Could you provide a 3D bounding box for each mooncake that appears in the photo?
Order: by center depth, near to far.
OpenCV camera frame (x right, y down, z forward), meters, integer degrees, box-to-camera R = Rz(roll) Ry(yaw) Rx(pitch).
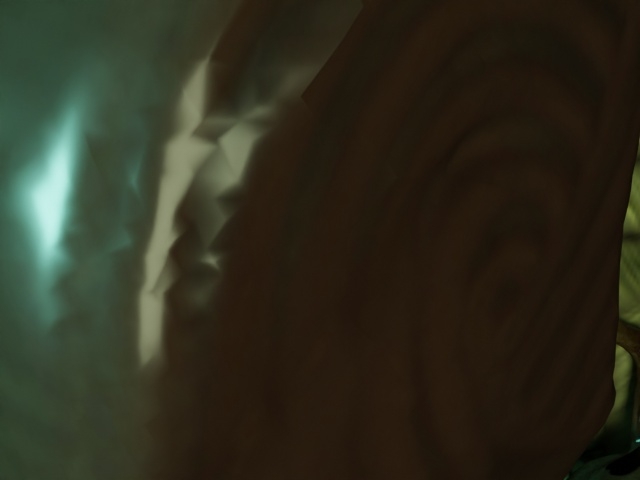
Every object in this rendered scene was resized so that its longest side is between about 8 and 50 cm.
[{"bbox_3d":[0.000,0.000,0.534,0.334,0.174,0.325,24,92,-46],"label":"mooncake"}]

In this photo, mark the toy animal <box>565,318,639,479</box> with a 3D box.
[{"bbox_3d":[0.136,0.164,0.751,0.244,0.087,0.260,-28,119,-4],"label":"toy animal"}]
